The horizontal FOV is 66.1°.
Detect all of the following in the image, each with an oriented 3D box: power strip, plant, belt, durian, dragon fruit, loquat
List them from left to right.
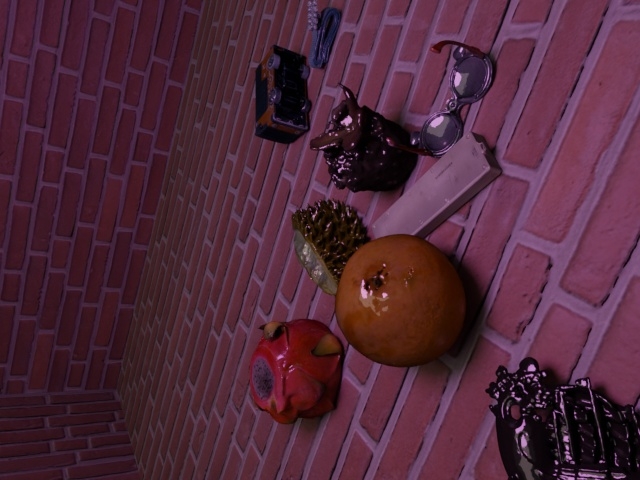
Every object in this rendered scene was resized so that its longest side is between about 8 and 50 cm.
[{"bbox_3d":[-0.090,0.349,1.322,0.290,0.189,0.291,-17,69,53],"label":"dragon fruit"},{"bbox_3d":[-0.006,-0.613,1.479,0.065,0.100,0.179,37,117,56],"label":"belt"},{"bbox_3d":[0.010,-0.003,1.330,0.394,0.163,0.198,-140,38,-58],"label":"durian"},{"bbox_3d":[0.097,-0.212,1.136,0.204,0.234,0.178,-54,48,26],"label":"plant"},{"bbox_3d":[0.159,0.118,0.978,0.263,0.263,0.263,-16,71,54],"label":"loquat"},{"bbox_3d":[0.231,-0.080,1.070,0.367,0.043,0.106,-46,48,41],"label":"power strip"}]

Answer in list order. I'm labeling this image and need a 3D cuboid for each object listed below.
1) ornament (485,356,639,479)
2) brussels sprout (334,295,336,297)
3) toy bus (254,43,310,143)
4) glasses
[{"bbox_3d":[0.375,0.309,0.746,0.251,0.106,0.261,-18,60,45],"label":"ornament"},{"bbox_3d":[0.069,0.129,1.258,0.085,0.058,0.085,-17,62,36],"label":"brussels sprout"},{"bbox_3d":[-0.129,-0.462,1.592,0.167,0.138,0.275,-28,59,52],"label":"toy bus"},{"bbox_3d":[0.209,-0.281,0.956,0.118,0.268,0.234,41,117,30],"label":"glasses"}]
